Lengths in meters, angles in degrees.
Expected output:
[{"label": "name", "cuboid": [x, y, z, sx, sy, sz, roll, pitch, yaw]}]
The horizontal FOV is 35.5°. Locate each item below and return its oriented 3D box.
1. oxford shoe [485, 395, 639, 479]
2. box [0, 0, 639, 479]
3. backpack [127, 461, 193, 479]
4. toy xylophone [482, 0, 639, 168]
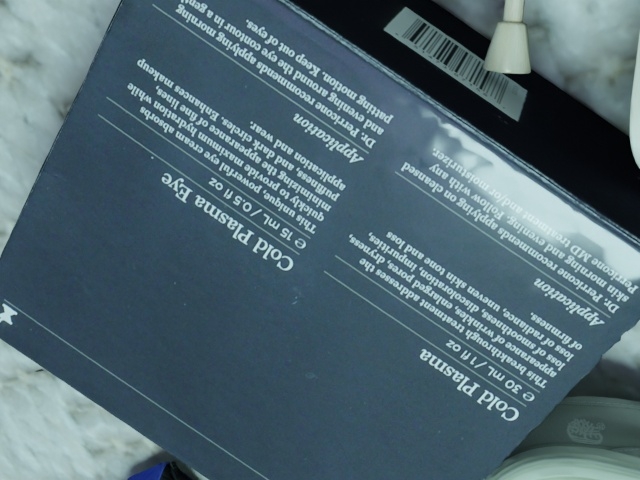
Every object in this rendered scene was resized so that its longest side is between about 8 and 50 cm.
[{"label": "oxford shoe", "cuboid": [0.308, 0.223, 0.718, 0.449, 0.130, 0.169, 22, 114, -10]}, {"label": "box", "cuboid": [0.000, 0.000, 0.668, 0.343, 0.179, 0.312, 35, 118, -1]}, {"label": "backpack", "cuboid": [-0.133, 0.271, 0.887, 0.101, 0.098, 0.120, -28, 117, 36]}, {"label": "toy xylophone", "cuboid": [0.218, -0.173, 0.532, 0.236, 0.081, 0.322, 21, 109, 32]}]
